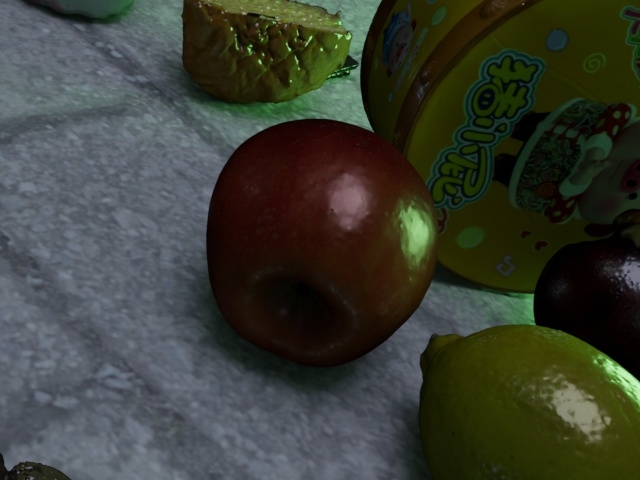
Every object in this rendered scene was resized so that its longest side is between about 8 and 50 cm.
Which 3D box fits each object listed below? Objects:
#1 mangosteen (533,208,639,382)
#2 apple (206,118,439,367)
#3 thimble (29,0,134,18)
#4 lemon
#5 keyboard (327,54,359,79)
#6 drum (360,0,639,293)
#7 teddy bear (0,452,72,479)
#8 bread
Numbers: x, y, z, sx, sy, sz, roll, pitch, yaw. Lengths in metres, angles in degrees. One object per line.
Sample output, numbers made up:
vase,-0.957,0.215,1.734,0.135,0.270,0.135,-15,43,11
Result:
mangosteen,0.331,0.052,0.955,0.194,0.231,0.194,28,8,-4
apple,0.000,0.000,0.844,0.218,0.218,0.201,24,42,0
thimble,-0.332,-0.411,1.237,0.185,0.149,0.211,5,39,-22
lemon,0.175,0.164,0.764,0.248,0.184,0.184,33,35,30
keyboard,-0.080,-0.339,1.394,0.106,0.027,0.317,-24,57,-42
drum,0.263,-0.158,1.023,0.430,0.431,0.214,10,38,-19
teddy bear,-0.243,0.173,0.606,0.160,0.078,0.119,26,9,-27
bread,-0.083,-0.253,1.184,0.228,0.140,0.143,6,37,-25
